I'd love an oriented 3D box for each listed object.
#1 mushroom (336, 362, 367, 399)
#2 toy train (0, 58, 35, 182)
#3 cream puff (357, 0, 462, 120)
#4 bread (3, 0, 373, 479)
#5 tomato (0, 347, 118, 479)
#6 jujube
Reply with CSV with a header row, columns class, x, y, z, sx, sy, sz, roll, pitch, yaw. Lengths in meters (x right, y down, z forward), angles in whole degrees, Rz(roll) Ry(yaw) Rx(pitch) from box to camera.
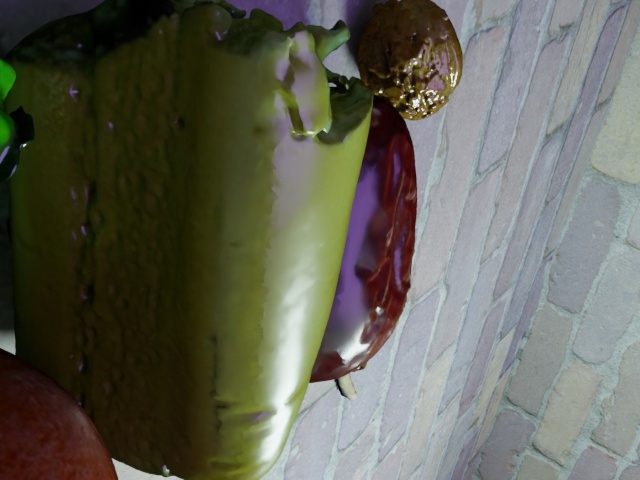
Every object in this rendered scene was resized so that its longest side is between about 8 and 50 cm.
class,x,y,z,sx,sy,sz,roll,pitch,yaw
mushroom,0.053,0.230,1.121,0.187,0.060,0.061,91,24,-53
toy train,-0.253,-0.032,0.266,0.243,0.188,0.132,-59,152,-6
cream puff,0.099,-0.208,0.739,0.103,0.126,0.144,-31,132,-19
bread,-0.102,0.002,0.491,0.208,0.251,0.377,-42,147,-61
tomato,-0.243,0.184,0.360,0.265,0.264,0.265,-38,144,-35
jujube,0.000,0.000,0.684,0.223,0.223,0.318,-24,130,-48
